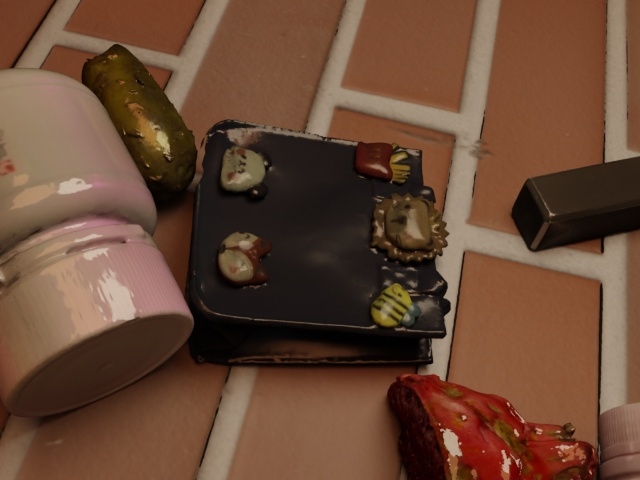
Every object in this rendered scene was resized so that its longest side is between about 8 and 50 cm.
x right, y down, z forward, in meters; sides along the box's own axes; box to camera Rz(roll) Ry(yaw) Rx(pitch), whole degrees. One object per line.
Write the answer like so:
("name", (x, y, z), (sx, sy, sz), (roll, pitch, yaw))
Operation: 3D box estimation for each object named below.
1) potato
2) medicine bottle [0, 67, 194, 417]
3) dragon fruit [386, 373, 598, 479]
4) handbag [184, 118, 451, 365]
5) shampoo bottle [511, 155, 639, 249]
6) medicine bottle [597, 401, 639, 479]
("potato", (-0.249, -0.157, 1.088), (0.113, 0.149, 0.251), (-31, 69, -15))
("medicine bottle", (-0.303, 0.003, 0.904), (0.256, 0.256, 0.324), (-23, 70, -21))
("dragon fruit", (0.195, 0.238, 0.876), (0.212, 0.134, 0.262), (-4, 54, -20))
("handbag", (0.000, 0.000, 1.028), (0.330, 0.122, 0.303), (3, 54, -6))
("shampoo bottle", (0.395, -0.057, 1.136), (0.246, 0.080, 0.079), (-12, 59, -14))
("medicine bottle", (0.355, 0.301, 0.832), (0.133, 0.133, 0.249), (6, 60, -3))
